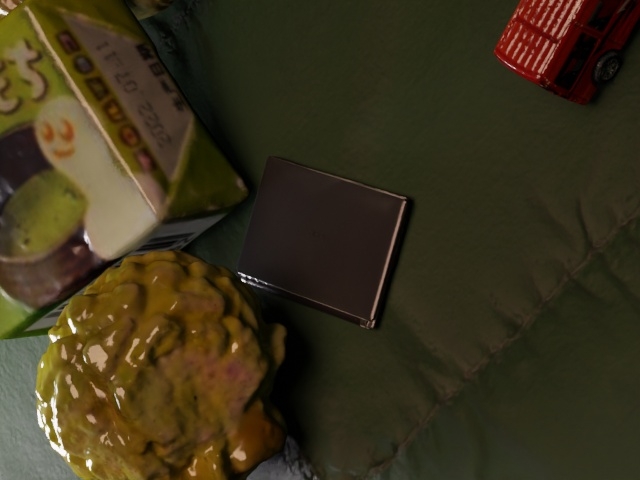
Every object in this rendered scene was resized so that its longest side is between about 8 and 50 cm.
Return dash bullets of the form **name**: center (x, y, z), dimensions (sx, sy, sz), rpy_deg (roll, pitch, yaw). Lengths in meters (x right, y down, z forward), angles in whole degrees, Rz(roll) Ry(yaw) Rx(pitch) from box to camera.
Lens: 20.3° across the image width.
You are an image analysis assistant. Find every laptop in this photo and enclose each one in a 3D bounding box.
- **laptop**: center (0.000, 0.000, 1.696), dimensions (0.180, 0.016, 0.129), rpy_deg (19, 95, 37)

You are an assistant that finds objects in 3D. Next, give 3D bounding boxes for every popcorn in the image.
- **popcorn**: center (-0.150, 0.134, 1.676), dimensions (0.212, 0.259, 0.259), rpy_deg (27, 100, 62)

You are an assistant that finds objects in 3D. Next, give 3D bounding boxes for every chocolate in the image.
- **chocolate**: center (-0.271, -0.078, 1.783), dimensions (0.301, 0.137, 0.288), rpy_deg (-35, 86, 30)

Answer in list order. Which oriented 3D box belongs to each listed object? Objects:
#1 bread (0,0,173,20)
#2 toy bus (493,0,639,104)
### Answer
- **bread**: center (-0.245, -0.293, 1.862), dimensions (0.268, 0.130, 0.152), rpy_deg (-3, 79, 36)
- **toy bus**: center (0.230, -0.217, 1.507), dimensions (0.081, 0.089, 0.195), rpy_deg (38, 106, 35)
